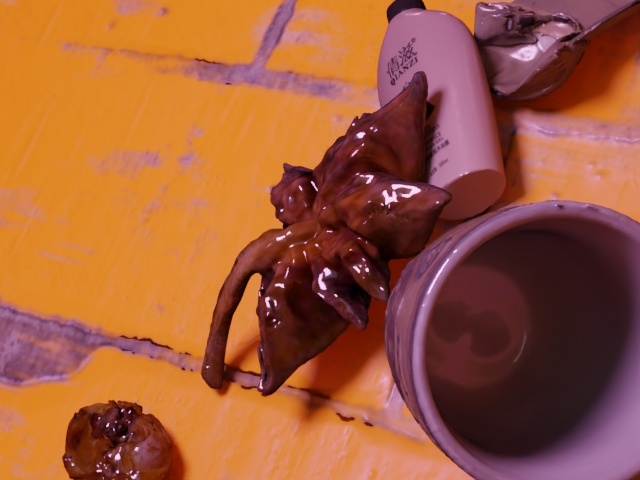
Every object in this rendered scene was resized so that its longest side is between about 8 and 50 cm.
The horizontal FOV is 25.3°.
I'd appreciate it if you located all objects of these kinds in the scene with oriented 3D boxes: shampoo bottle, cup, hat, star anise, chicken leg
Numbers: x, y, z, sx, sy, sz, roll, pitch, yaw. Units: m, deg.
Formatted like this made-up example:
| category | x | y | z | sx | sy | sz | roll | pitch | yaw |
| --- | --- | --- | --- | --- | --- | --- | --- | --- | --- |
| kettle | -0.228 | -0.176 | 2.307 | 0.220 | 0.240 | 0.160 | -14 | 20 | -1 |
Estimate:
| category | x | y | z | sx | sy | sz | roll | pitch | yaw |
| --- | --- | --- | --- | --- | --- | --- | --- | --- | --- |
| shampoo bottle | 0.115 | -0.145 | 1.427 | 0.127 | 0.078 | 0.257 | -44 | 44 | 35 |
| cup | 0.182 | 0.109 | 1.171 | 0.227 | 0.301 | 0.257 | -35 | 6 | -5 |
| hat | 0.247 | -0.195 | 1.397 | 0.175 | 0.085 | 0.147 | -22 | 34 | -9 |
| star anise | 0.002 | -0.001 | 1.362 | 0.349 | 0.109 | 0.292 | -30 | 32 | 48 |
| chicken leg | -0.181 | 0.263 | 1.384 | 0.107 | 0.087 | 0.252 | -41 | 55 | 31 |
